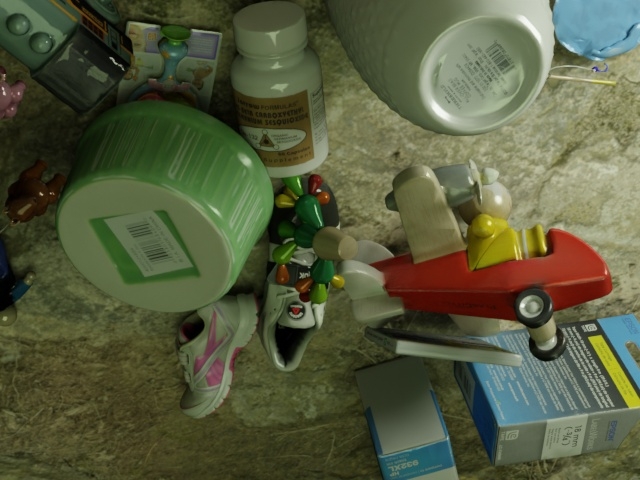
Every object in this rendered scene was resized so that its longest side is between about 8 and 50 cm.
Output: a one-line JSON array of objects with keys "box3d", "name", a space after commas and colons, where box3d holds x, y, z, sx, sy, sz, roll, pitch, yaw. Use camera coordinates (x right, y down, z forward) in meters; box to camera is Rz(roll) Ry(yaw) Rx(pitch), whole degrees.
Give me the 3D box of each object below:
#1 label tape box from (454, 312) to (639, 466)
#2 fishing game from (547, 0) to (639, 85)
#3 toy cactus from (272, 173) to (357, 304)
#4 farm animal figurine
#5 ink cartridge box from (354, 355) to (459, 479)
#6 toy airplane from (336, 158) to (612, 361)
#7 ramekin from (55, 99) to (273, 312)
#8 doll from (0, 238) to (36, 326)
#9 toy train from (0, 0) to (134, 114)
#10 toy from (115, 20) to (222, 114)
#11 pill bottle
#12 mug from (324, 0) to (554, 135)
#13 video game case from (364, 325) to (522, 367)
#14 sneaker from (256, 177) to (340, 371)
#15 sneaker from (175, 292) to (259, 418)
[{"box3d": [0.426, 0.256, 2.077, 0.333, 0.240, 0.106, -6, 125, -8], "name": "label tape box"}, {"box3d": [0.425, -0.358, 1.776, 0.189, 0.041, 0.264, -2, 120, -21], "name": "fishing game"}, {"box3d": [0.000, 0.000, 1.764, 0.112, 0.180, 0.219, -10, 104, -30], "name": "toy cactus"}, {"box3d": [-0.520, -0.118, 1.571, 0.327, 0.172, 0.330, 0, 134, 36], "name": "farm animal figurine"}, {"box3d": [0.168, 0.394, 2.126, 0.129, 0.223, 0.307, -16, 126, 0], "name": "ink cartridge box"}, {"box3d": [0.218, 0.024, 1.890, 0.384, 0.272, 0.386, 24, 154, -15], "name": "toy airplane"}, {"box3d": [-0.231, -0.037, 1.715, 0.303, 0.148, 0.303, 9, 134, 9], "name": "ramekin"}, {"box3d": [-0.506, 0.059, 1.850, 0.129, 0.046, 0.189, -9, 125, -5], "name": "doll"}, {"box3d": [-0.378, -0.308, 1.534, 0.142, 0.190, 0.334, -40, 123, 15], "name": "toy train"}, {"box3d": [-0.226, -0.195, 1.730, 0.137, 0.056, 0.237, 5, 123, -14], "name": "toy"}, {"box3d": [-0.061, -0.216, 1.706, 0.131, 0.131, 0.229, -10, 126, -6], "name": "pill bottle"}, {"box3d": [0.146, -0.325, 1.555, 0.276, 0.328, 0.374, -26, 126, 5], "name": "mug"}, {"box3d": [0.197, 0.174, 1.967, 0.212, 0.193, 0.023, 8, 91, -13], "name": "video game case"}, {"box3d": [-0.029, 0.064, 1.902, 0.122, 0.146, 0.330, 2, 121, -12], "name": "sneaker"}, {"box3d": [-0.194, 0.182, 1.983, 0.111, 0.103, 0.252, 16, 113, -18], "name": "sneaker"}]
